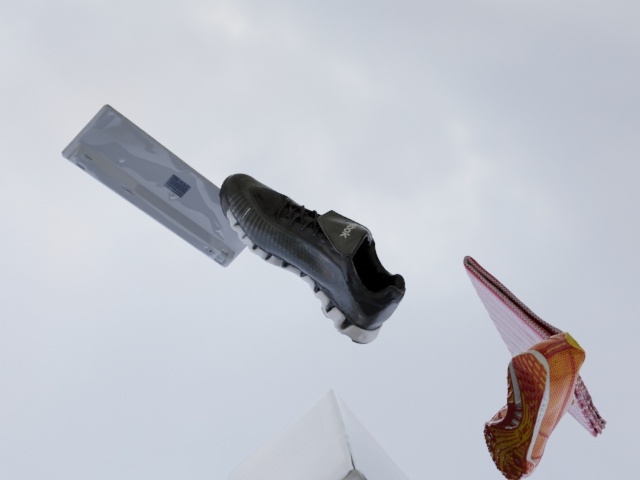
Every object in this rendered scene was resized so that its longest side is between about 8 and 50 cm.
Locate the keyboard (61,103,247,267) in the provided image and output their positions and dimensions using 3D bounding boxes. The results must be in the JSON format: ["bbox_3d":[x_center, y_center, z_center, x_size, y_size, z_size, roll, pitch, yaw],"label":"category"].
[{"bbox_3d":[-0.162,-0.052,1.169,0.256,0.072,0.014,38,-177,-41],"label":"keyboard"}]

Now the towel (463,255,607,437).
[{"bbox_3d":[0.297,0.147,1.486,0.199,0.031,0.275,45,173,43],"label":"towel"}]

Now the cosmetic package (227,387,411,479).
[{"bbox_3d":[0.032,0.297,0.999,0.230,0.161,0.453,50,179,-2],"label":"cosmetic package"}]

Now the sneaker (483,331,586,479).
[{"bbox_3d":[0.187,0.149,0.923,0.067,0.175,0.064,-19,-125,-26],"label":"sneaker"}]

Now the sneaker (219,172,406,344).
[{"bbox_3d":[0.000,0.000,1.130,0.234,0.106,0.078,44,-138,-3],"label":"sneaker"}]
